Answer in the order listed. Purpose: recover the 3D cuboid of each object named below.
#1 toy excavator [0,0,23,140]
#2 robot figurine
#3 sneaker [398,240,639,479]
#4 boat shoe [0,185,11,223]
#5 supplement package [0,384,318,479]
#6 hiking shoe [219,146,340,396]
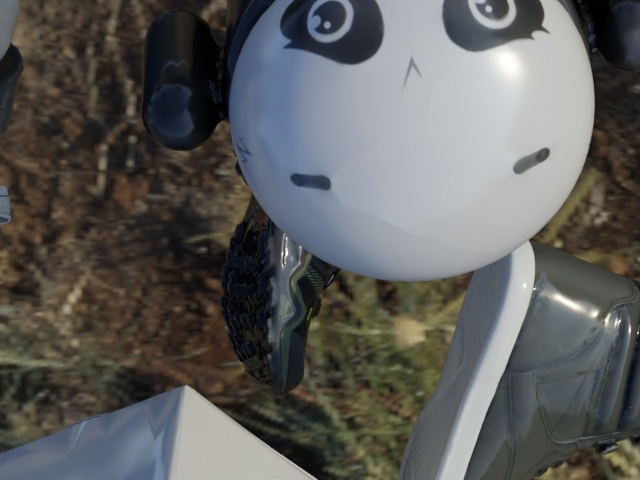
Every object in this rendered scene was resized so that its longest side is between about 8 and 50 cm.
[{"bbox_3d":[-0.429,-0.182,1.001,0.433,0.445,0.222,32,125,17],"label":"toy excavator"},{"bbox_3d":[0.038,-0.103,0.859,0.174,0.278,0.209,34,116,-22],"label":"robot figurine"},{"bbox_3d":[0.142,0.137,1.167,0.147,0.104,0.295,12,120,-11],"label":"sneaker"},{"bbox_3d":[-0.277,-0.021,1.377,0.035,0.100,0.035,-17,86,28],"label":"boat shoe"},{"bbox_3d":[-0.110,0.271,1.090,0.177,0.175,0.293,-22,45,31],"label":"supplement package"},{"bbox_3d":[0.000,0.000,1.209,0.086,0.114,0.226,36,125,56],"label":"hiking shoe"}]
